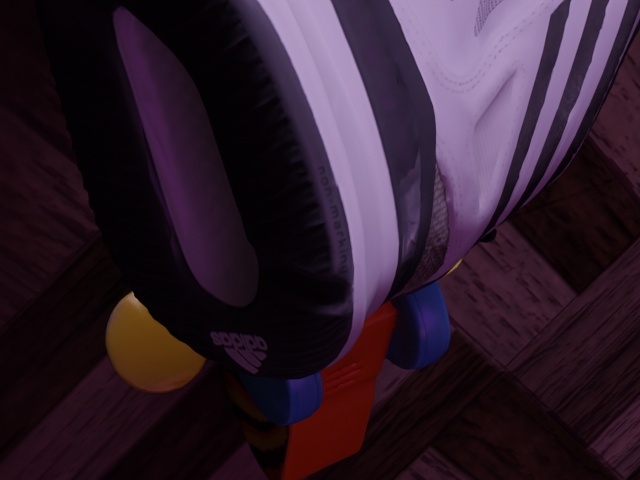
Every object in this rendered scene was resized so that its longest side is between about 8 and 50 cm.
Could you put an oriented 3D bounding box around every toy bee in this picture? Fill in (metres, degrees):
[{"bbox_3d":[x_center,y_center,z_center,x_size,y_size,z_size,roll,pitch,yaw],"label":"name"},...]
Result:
[{"bbox_3d":[0.000,0.000,0.928,0.195,0.162,0.298,-11,155,-41],"label":"toy bee"}]

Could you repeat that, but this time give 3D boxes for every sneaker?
[{"bbox_3d":[-0.001,-0.200,0.682,0.257,0.169,0.447,-31,116,-41],"label":"sneaker"}]
